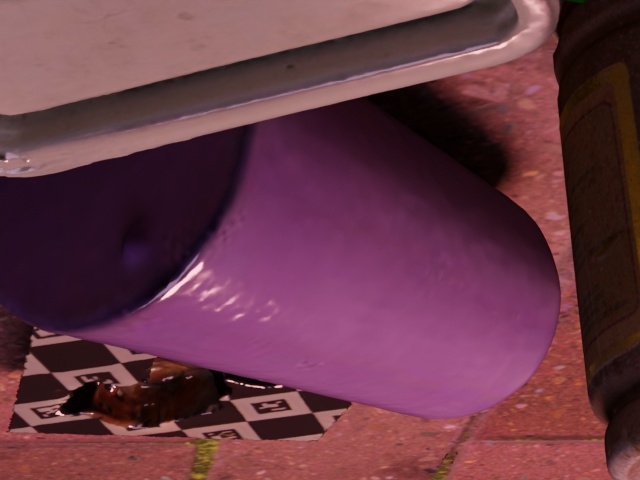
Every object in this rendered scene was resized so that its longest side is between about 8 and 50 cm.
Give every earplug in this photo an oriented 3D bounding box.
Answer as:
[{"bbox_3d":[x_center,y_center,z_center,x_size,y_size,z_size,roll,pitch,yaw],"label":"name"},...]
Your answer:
[{"bbox_3d":[0.000,0.000,1.268,0.215,0.215,0.456,-19,155,30],"label":"earplug"}]

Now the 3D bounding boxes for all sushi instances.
[{"bbox_3d":[-0.098,0.087,1.597,0.294,0.059,0.292,4,155,-15],"label":"sushi"}]

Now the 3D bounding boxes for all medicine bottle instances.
[{"bbox_3d":[0.207,-0.032,1.060,0.151,0.322,0.151,-2,155,-1],"label":"medicine bottle"}]

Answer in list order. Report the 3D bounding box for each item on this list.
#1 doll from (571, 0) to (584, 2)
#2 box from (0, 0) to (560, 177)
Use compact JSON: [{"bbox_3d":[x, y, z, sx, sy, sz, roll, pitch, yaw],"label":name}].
[{"bbox_3d":[0.092,-0.163,0.981,0.186,0.134,0.106,-4,150,2],"label":"doll"},{"bbox_3d":[-0.063,-0.166,0.900,0.312,0.182,0.175,-12,153,17],"label":"box"}]
